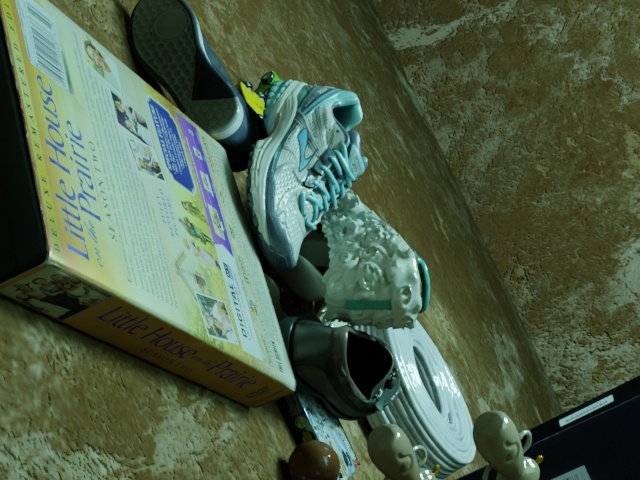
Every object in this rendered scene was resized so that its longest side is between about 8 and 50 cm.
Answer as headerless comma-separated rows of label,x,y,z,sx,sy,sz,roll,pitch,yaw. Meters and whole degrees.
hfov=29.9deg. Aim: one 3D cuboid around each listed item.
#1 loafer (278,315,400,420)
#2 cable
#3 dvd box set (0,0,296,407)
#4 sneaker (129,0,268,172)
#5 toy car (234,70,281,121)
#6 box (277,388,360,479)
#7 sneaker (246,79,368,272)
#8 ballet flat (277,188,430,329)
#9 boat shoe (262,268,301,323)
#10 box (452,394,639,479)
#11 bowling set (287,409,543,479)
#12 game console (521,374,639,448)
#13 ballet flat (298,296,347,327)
loafer,0.041,0.145,1.329,0.267,0.084,0.096,31,56,-59
cable,0.119,0.206,1.631,0.257,0.089,0.257,27,39,-67
dvd box set,-0.172,-0.033,1.094,0.420,0.062,0.308,38,29,-59
sneaker,-0.141,-0.180,1.425,0.226,0.086,0.163,61,3,25
toy car,-0.069,-0.160,1.689,0.239,0.053,0.225,54,17,-33
box,-0.006,0.203,1.325,0.137,0.027,0.094,65,16,4
sneaker,-0.011,-0.084,1.355,0.110,0.122,0.283,79,14,-48
ballet flat,0.000,0.000,1.434,0.147,0.147,0.409,57,-6,-22
boat shoe,-0.060,0.069,1.337,0.133,0.049,0.042,56,11,-35
box,0.368,0.390,1.673,0.312,0.343,0.179,40,26,-57
bowling set,0.074,0.272,1.210,0.200,0.287,0.154,31,-20,44
game console,0.470,0.379,1.952,0.060,0.386,0.342,54,17,-23
ballet flat,0.006,0.095,1.473,0.073,0.067,0.206,61,15,-19
